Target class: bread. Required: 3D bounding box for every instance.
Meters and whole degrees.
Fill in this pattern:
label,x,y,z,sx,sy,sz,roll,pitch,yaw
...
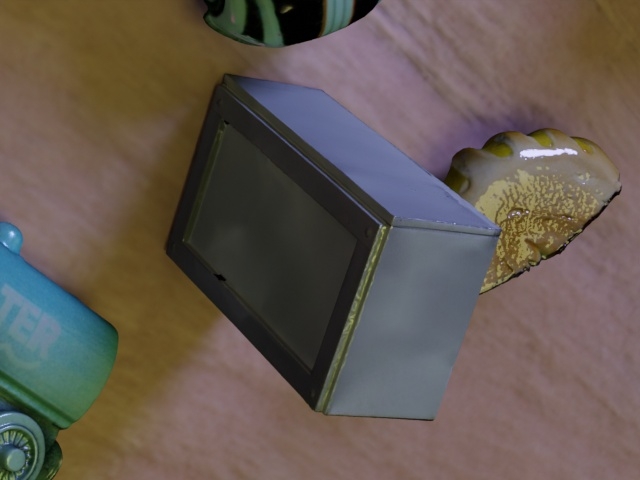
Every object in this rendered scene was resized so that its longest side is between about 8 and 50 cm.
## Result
label,x,y,z,sx,sy,sz,roll,pitch,yaw
bread,0.124,-0.027,1.388,0.157,0.083,0.094,-46,126,-4

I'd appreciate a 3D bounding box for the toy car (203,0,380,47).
label,x,y,z,sx,sy,sz,roll,pitch,yaw
toy car,-0.015,-0.244,1.161,0.136,0.125,0.306,-23,123,-20

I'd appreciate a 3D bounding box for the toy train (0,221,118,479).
label,x,y,z,sx,sy,sz,roll,pitch,yaw
toy train,-0.231,0.057,1.221,0.248,0.101,0.159,42,74,-40

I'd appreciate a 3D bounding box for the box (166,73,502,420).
label,x,y,z,sx,sy,sz,roll,pitch,yaw
box,0.000,0.000,1.236,0.086,0.225,0.129,6,111,-33
